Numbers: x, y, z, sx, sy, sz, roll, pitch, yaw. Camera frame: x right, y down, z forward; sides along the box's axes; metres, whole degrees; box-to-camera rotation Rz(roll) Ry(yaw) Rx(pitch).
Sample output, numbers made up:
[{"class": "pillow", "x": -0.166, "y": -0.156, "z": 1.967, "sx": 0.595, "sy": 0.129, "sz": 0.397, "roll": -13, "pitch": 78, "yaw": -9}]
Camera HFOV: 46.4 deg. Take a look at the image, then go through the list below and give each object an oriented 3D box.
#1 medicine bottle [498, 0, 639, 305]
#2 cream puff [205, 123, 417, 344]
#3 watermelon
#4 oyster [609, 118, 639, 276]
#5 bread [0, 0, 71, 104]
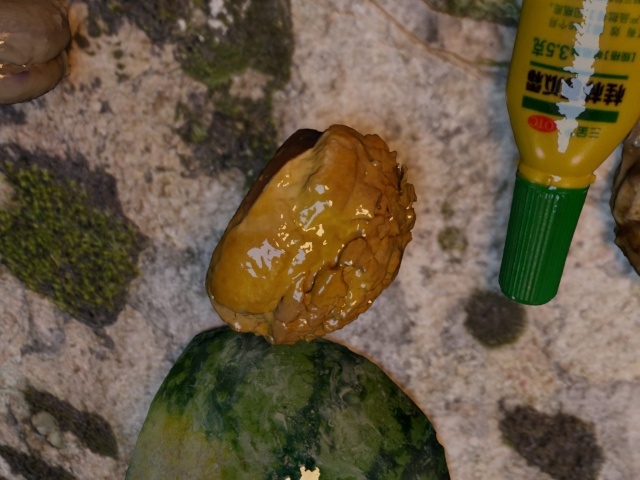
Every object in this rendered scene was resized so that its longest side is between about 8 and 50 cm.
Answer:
[{"class": "medicine bottle", "x": 0.175, "y": -0.074, "z": 0.537, "sx": 0.095, "sy": 0.064, "sz": 0.260, "roll": 13, "pitch": 118, "yaw": 15}, {"class": "cream puff", "x": 0.000, "y": 0.000, "z": 0.581, "sx": 0.130, "sy": 0.189, "sz": 0.189, "roll": 35, "pitch": 121, "yaw": -2}, {"class": "watermelon", "x": -0.015, "y": 0.209, "z": 0.703, "sx": 0.305, "sy": 0.223, "sz": 0.180, "roll": 20, "pitch": 163, "yaw": 9}, {"class": "oyster", "x": 0.288, "y": -0.108, "z": 0.479, "sx": 0.129, "sy": 0.079, "sz": 0.344, "roll": 25, "pitch": 122, "yaw": 19}, {"class": "bread", "x": -0.393, "y": -0.191, "z": 0.641, "sx": 0.338, "sy": 0.183, "sz": 0.101, "roll": 21, "pitch": 126, "yaw": 12}]
